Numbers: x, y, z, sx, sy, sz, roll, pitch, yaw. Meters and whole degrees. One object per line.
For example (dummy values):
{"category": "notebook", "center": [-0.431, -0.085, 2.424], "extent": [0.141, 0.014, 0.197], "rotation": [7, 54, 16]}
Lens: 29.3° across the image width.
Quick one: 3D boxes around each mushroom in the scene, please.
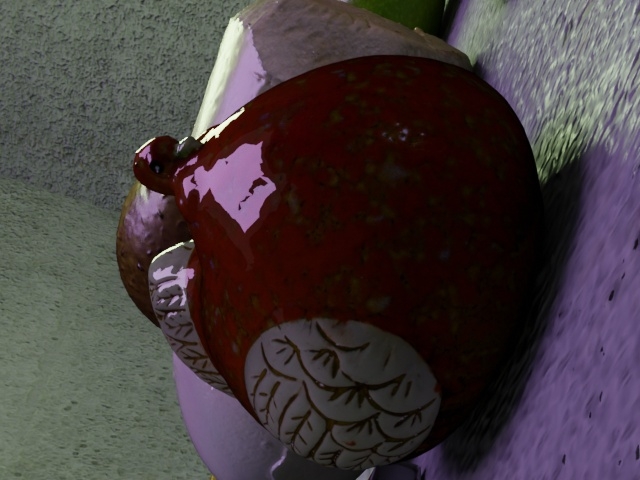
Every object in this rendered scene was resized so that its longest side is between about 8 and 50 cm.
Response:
{"category": "mushroom", "center": [-0.137, -0.034, 1.834], "extent": [0.331, 0.334, 0.356], "rotation": [71, -170, -54]}

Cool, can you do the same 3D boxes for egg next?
{"category": "egg", "center": [-0.019, 0.090, 0.894], "extent": [0.183, 0.183, 0.217], "rotation": [113, 167, -52]}

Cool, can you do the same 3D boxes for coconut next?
{"category": "coconut", "center": [0.001, -0.087, 1.096], "extent": [0.239, 0.239, 0.244], "rotation": [-89, 19, -75]}

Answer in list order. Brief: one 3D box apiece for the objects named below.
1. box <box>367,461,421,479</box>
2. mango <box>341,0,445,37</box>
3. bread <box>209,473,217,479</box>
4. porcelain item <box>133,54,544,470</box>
{"category": "box", "center": [0.018, 0.236, 0.792], "extent": [0.115, 0.035, 0.177], "rotation": [-76, 5, -49]}
{"category": "mango", "center": [0.056, -0.238, 1.396], "extent": [0.192, 0.156, 0.343], "rotation": [-77, 8, -56]}
{"category": "bread", "center": [-0.116, 0.359, 1.667], "extent": [0.161, 0.088, 0.233], "rotation": [136, 155, -70]}
{"category": "porcelain item", "center": [0.000, 0.000, 0.702], "extent": [0.253, 0.253, 0.253], "rotation": [-162, 90, -86]}
